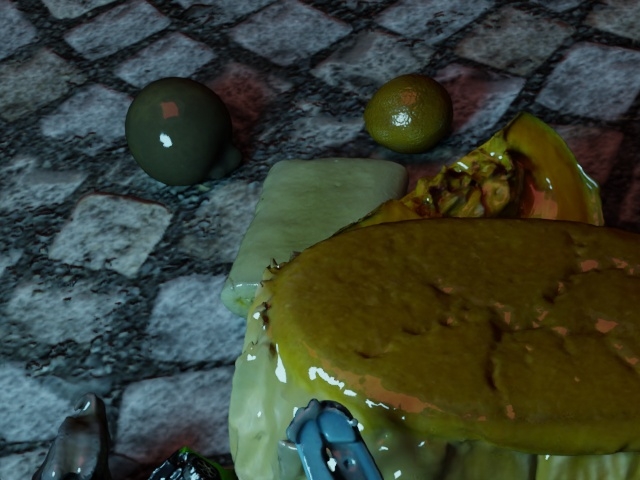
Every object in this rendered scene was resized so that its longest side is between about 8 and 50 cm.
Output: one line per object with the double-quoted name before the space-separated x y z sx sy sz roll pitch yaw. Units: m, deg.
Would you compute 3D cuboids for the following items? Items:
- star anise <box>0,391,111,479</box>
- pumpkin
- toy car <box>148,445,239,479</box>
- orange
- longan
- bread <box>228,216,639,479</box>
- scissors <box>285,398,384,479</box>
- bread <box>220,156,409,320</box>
"star anise" -0.193 0.267 1.142 0.316 0.139 0.359 13 47 -1
"pumpkin" 0.113 0.024 1.363 0.278 0.111 0.163 -32 87 -37
"toy car" -0.051 0.207 1.159 0.071 0.165 0.062 -50 9 16
"orange" 0.083 -0.117 1.561 0.085 0.085 0.085 -8 40 7
"longan" -0.128 -0.099 1.587 0.119 0.106 0.106 33 45 -11
"bread" 0.131 0.096 1.157 0.388 0.183 0.236 3 29 -9
"scissors" 0.063 0.277 0.976 0.180 0.032 0.393 -19 77 -15
"bread" 0.001 0.000 1.454 0.139 0.060 0.178 3 42 17
